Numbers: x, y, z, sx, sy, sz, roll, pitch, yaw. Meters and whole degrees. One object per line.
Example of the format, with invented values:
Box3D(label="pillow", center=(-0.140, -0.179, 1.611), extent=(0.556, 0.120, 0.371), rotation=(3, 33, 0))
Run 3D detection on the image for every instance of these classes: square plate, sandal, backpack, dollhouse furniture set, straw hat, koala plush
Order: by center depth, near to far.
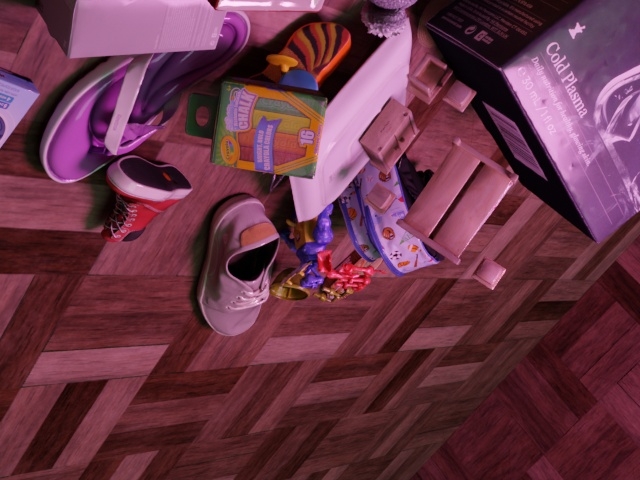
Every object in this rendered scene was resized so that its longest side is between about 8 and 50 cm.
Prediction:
Box3D(label="koala plush", center=(0.082, -0.435, 1.377), extent=(0.203, 0.221, 0.196), rotation=(-8, 139, -40))
Box3D(label="sandal", center=(-0.277, -0.227, 1.399), extent=(0.416, 0.102, 0.169), rotation=(-41, 150, 6))
Box3D(label="square plate", center=(0.068, -0.207, 1.677), extent=(0.344, 0.049, 0.347), rotation=(-51, 167, -13))
Box3D(label="dollhouse furniture set", center=(0.266, -0.126, 1.682), extent=(0.303, 0.355, 0.174), rotation=(-54, 168, 1))
Box3D(label="straw hat", center=(0.262, -0.424, 1.741), extent=(0.144, 0.061, 0.145), rotation=(-27, 148, -19))
Box3D(label="backpack", center=(0.162, -0.056, 1.939), extent=(0.213, 0.264, 0.276), rotation=(-30, 153, 19))

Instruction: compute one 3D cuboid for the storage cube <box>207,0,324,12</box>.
Box3D(label="storage cube", center=(-0.087, -0.445, 1.215), extent=(0.214, 0.193, 0.184), rotation=(-9, 140, -38))

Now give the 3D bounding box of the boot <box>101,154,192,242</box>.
Box3D(label="boot", center=(-0.339, -0.058, 1.536), extent=(0.176, 0.088, 0.244), rotation=(-41, 170, 10))

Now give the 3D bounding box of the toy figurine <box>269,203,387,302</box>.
Box3D(label="toy figurine", center=(0.000, 0.000, 1.929), extent=(0.191, 0.217, 0.362), rotation=(2, 166, -15))

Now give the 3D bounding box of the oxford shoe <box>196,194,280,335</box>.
Box3D(label="oxford shoe", center=(-0.172, 0.090, 1.919), extent=(0.169, 0.130, 0.449), rotation=(-24, 149, -27))

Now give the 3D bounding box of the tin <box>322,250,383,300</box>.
Box3D(label="tin", center=(0.085, 0.081, 2.266), extent=(0.189, 0.040, 0.106), rotation=(-43, 146, 8))

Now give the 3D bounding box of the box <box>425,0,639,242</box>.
Box3D(label="box", center=(0.539, -0.344, 1.651), extent=(0.471, 0.297, 0.480), rotation=(-40, 126, 2))

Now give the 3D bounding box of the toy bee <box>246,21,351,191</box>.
Box3D(label="toy bee", center=(-0.078, -0.266, 1.529), extent=(0.298, 0.162, 0.195), rotation=(-59, 173, -26))

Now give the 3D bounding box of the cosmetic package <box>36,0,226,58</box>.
Box3D(label="cosmetic package", center=(-0.264, -0.335, 1.244), extent=(0.237, 0.127, 0.107), rotation=(-12, 142, -39))

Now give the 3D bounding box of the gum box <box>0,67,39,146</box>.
Box3D(label="gum box", center=(-0.523, -0.176, 1.268), extent=(0.184, 0.041, 0.157), rotation=(-47, 149, 17))

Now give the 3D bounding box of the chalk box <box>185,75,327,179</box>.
Box3D(label="chalk box", center=(-0.107, -0.185, 1.396), extent=(0.212, 0.132, 0.133), rotation=(7, 104, -6))
